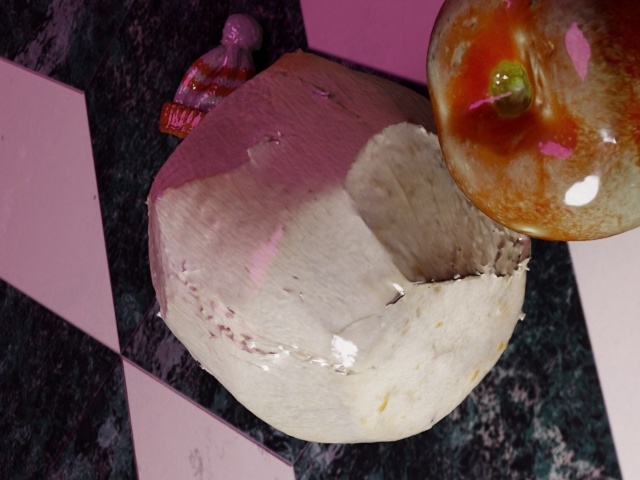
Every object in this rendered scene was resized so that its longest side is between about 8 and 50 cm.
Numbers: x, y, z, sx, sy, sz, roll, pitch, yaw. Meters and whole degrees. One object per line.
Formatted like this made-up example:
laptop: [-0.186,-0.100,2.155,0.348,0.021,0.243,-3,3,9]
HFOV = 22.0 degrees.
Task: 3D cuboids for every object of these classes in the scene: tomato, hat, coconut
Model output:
tomato: [0.229,-0.136,1.412,0.270,0.222,0.270,12,106,48]
hat: [-0.113,-0.189,1.927,0.112,0.093,0.162,18,93,10]
coconut: [0.000,0.000,1.576,0.360,0.346,0.346,41,116,36]
